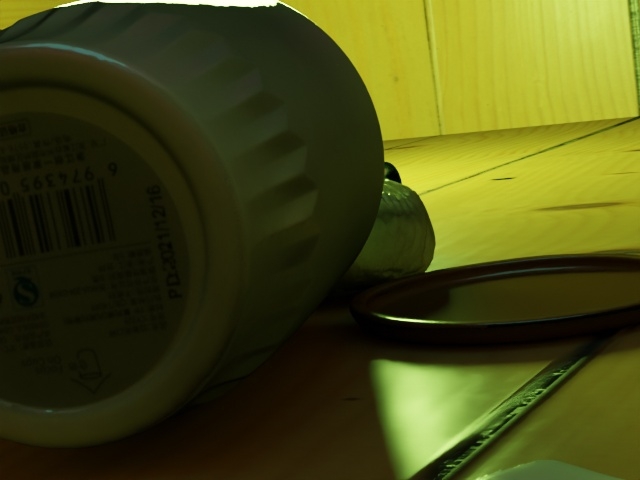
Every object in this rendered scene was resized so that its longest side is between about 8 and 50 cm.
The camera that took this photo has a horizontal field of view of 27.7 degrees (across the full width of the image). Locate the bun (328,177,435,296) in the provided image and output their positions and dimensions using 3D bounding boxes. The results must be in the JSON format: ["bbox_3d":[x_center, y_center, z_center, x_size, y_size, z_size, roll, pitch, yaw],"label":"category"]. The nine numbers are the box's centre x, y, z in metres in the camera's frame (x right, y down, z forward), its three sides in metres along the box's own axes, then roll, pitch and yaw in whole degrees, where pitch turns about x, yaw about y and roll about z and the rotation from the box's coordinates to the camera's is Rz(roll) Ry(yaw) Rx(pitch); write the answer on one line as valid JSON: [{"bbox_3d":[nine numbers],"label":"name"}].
[{"bbox_3d":[0.000,0.000,1.055,0.188,0.111,0.164,-3,15,-43],"label":"bun"}]

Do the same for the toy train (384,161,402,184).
[{"bbox_3d":[-0.070,-0.037,1.326,0.301,0.120,0.202,-1,12,41],"label":"toy train"}]

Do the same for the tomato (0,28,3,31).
[{"bbox_3d":[-0.273,-0.043,1.111,0.270,0.222,0.270,23,-22,10],"label":"tomato"}]

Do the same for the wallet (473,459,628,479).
[{"bbox_3d":[0.108,0.100,0.457,0.061,0.025,0.122,-15,10,-36],"label":"wallet"}]

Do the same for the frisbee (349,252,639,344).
[{"bbox_3d":[0.145,0.039,0.918,0.251,0.021,0.251,-8,7,1],"label":"frisbee"}]

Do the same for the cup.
[{"bbox_3d":[-0.106,-0.026,0.794,0.253,0.253,0.371,-6,10,11],"label":"cup"}]
